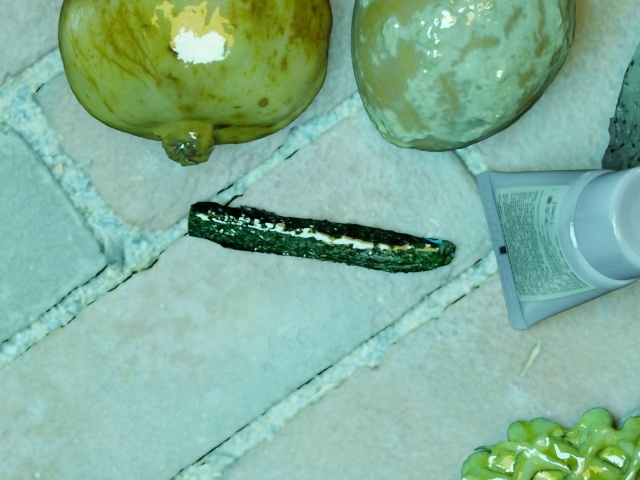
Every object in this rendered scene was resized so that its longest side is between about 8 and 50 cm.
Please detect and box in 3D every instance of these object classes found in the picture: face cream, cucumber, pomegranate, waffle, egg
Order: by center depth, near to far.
[{"bbox_3d":[0.221,-0.002,1.683,0.096,0.274,0.154,-16,91,-25],"label":"face cream"},{"bbox_3d":[0.124,-0.195,1.714,0.203,0.203,0.245,26,103,3],"label":"egg"},{"bbox_3d":[-0.113,-0.184,1.717,0.248,0.248,0.248,0,90,4],"label":"pomegranate"},{"bbox_3d":[0.247,0.315,1.767,0.297,0.073,0.317,-19,89,4],"label":"waffle"},{"bbox_3d":[0.000,0.000,1.798,0.256,0.043,0.044,8,96,3],"label":"cucumber"}]

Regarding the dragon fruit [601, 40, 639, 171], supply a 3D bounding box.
[{"bbox_3d":[0.396,-0.077,1.701,0.221,0.204,0.283,8,73,-20],"label":"dragon fruit"}]
